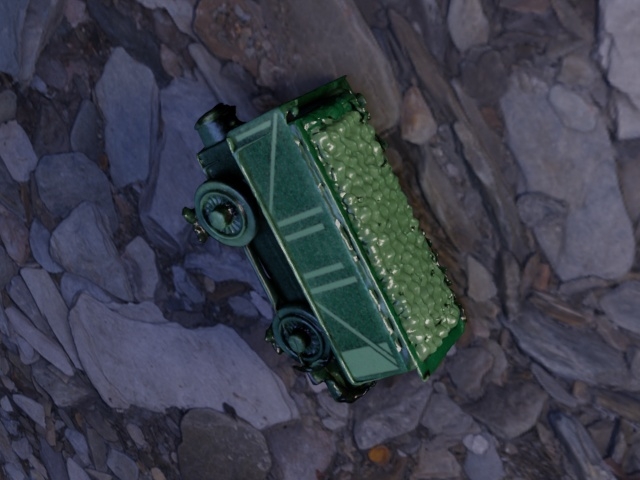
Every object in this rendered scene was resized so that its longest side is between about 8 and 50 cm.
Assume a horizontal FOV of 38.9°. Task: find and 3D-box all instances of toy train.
[{"bbox_3d":[0.000,0.000,0.734,0.154,0.115,0.269,-21,99,35],"label":"toy train"}]
